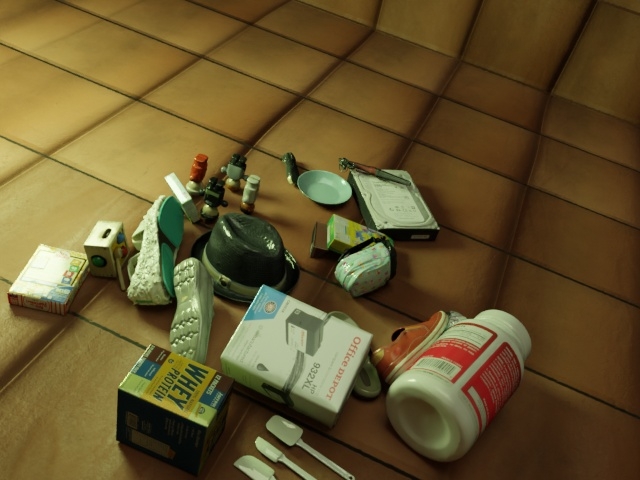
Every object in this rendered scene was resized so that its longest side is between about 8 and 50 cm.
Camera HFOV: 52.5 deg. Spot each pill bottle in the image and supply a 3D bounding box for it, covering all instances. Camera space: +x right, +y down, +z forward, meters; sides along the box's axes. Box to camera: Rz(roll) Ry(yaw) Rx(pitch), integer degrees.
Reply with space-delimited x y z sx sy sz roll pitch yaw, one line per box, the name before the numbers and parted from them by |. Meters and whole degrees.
pill bottle | 0.364 0.342 1.626 0.229 0.229 0.408 36 43 23

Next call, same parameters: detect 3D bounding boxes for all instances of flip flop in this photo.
flip flop | 0.090 0.290 1.713 0.112 0.080 0.277 -2 42 -20

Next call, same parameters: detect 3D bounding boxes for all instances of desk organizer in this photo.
desk organizer | 0.000 0.000 2.054 0.050 0.047 0.130 14 39 -6

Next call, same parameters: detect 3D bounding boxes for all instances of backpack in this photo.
backpack | 0.136 0.085 1.926 0.182 0.151 0.115 -19 40 -20

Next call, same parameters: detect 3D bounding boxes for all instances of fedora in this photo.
fedora | -0.209 0.025 1.871 0.334 0.152 0.334 10 39 -8

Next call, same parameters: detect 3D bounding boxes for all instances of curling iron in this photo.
curling iron | 0.189 -0.237 2.306 0.274 0.035 0.068 18 42 5

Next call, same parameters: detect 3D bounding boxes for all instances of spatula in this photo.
spatula | -0.049 0.510 1.455 0.242 0.019 0.168 29 40 17

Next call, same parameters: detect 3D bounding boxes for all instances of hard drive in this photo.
hard drive | 0.250 -0.131 2.280 0.237 0.064 0.339 1 41 -18

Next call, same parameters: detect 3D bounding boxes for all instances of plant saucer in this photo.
plant saucer | 0.012 -0.175 2.272 0.195 0.037 0.195 9 40 -8

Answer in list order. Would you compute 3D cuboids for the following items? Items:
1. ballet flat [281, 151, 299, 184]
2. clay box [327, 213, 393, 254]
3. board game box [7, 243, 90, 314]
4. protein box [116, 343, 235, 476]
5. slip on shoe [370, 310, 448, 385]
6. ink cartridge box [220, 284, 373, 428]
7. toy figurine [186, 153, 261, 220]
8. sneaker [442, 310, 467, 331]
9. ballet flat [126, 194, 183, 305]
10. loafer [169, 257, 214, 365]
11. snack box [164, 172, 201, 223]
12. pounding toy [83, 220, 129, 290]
ballet flat | -0.109 -0.252 2.328 0.057 0.049 0.173 44 24 -38
clay box | 0.129 0.009 2.054 0.222 0.053 0.127 22 37 -17
board game box | -0.704 0.099 1.702 0.147 0.045 0.193 13 39 -3
protein box | -0.314 0.366 1.395 0.201 0.199 0.136 21 40 6
slip on shoe | 0.247 0.267 1.743 0.101 0.123 0.331 41 40 17
ink cartridge box | -0.056 0.281 1.590 0.308 0.129 0.223 24 60 9
toy figurine | -0.310 -0.171 2.085 0.210 0.148 0.213 -7 42 -34
sneaker | 0.382 0.235 1.913 0.098 0.038 0.069 -12 44 -43
ballet flat | -0.473 0.021 1.816 0.147 0.147 0.408 6 39 -12
loafer | -0.317 0.194 1.669 0.111 0.112 0.319 40 36 -46
snack box | -0.429 -0.132 2.022 0.037 0.100 0.141 -31 53 -13
pounding toy | -0.570 0.041 1.766 0.100 0.130 0.141 4 39 4
